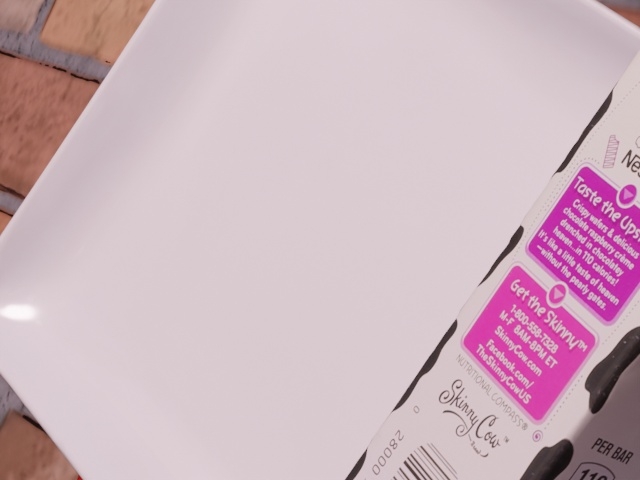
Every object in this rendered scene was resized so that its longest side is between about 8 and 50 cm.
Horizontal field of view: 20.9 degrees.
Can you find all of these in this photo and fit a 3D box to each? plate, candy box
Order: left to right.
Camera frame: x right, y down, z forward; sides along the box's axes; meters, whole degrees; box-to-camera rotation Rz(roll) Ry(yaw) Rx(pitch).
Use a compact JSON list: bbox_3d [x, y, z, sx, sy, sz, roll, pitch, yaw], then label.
[{"bbox_3d":[0.000,0.000,0.681,0.278,0.045,0.277,-55,51,11],"label":"plate"},{"bbox_3d":[0.123,0.045,0.546,0.233,0.159,0.071,-58,39,11],"label":"candy box"}]

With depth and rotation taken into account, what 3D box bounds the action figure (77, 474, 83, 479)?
[{"bbox_3d":[-0.176,0.211,0.876,0.139,0.091,0.280,22,87,47],"label":"action figure"}]
